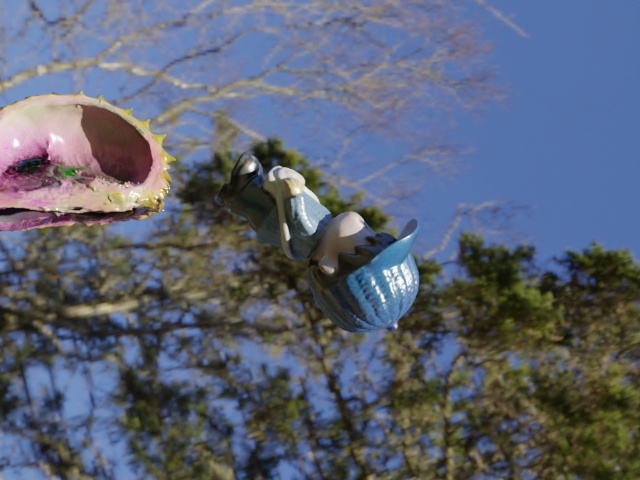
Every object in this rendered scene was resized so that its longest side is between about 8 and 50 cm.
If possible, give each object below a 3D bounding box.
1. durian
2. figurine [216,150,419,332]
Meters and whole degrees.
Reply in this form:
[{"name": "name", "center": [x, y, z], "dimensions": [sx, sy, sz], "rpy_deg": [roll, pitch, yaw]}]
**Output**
[{"name": "durian", "center": [-0.309, -0.087, 1.369], "dimensions": [0.154, 0.260, 0.186], "rpy_deg": [3, -96, 63]}, {"name": "figurine", "center": [0.000, 0.000, 0.788], "dimensions": [0.149, 0.086, 0.087], "rpy_deg": [31, -96, 4]}]
